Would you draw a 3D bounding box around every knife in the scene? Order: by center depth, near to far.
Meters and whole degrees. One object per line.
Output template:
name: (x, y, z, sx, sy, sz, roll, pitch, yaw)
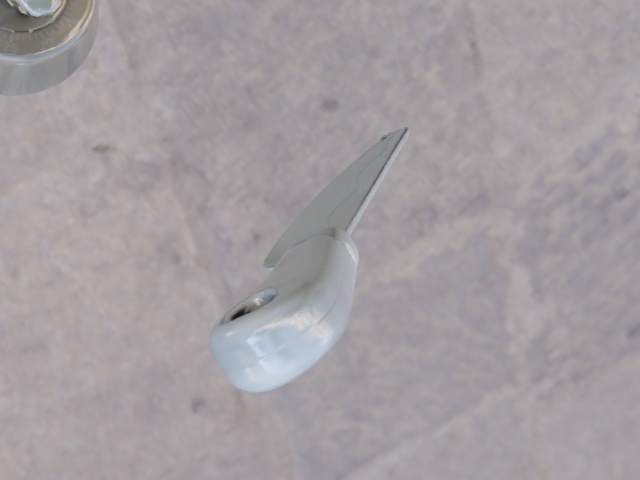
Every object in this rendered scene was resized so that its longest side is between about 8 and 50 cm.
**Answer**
knife: (-0.002, 0.001, 0.940, 0.080, 0.331, 0.044, -28, 104, 20)

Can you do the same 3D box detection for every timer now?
timer: (-0.264, -0.252, 1.428, 0.175, 0.175, 0.266, -15, 172, -21)
